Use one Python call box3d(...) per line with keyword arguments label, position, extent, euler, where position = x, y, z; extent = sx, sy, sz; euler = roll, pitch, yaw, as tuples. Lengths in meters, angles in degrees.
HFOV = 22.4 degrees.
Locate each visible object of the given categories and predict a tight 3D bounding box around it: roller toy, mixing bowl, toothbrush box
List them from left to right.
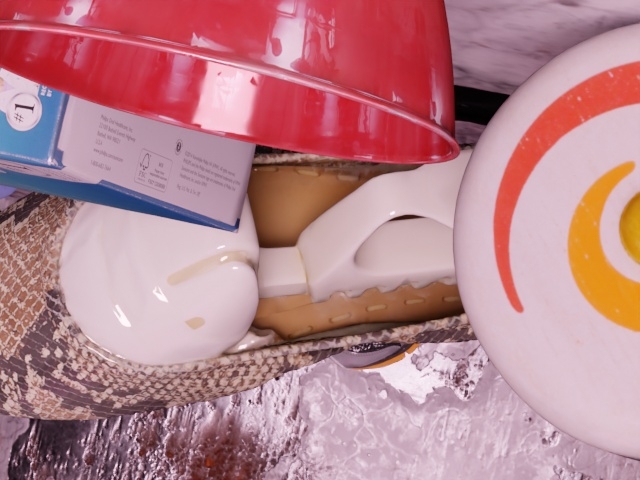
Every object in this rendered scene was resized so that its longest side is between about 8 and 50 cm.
box3d(label="toothbrush box", position=(-0.199, -0.101, 0.824), extent=(0.295, 0.126, 0.216), euler=(10, 176, 21))
box3d(label="mixing bowl", position=(-0.029, -0.096, 0.586), extent=(0.181, 0.098, 0.181), euler=(12, 175, 1))
box3d(label="roller toy", position=(0.161, 0.007, 0.722), extent=(0.191, 0.209, 0.146), euler=(17, 177, 22))

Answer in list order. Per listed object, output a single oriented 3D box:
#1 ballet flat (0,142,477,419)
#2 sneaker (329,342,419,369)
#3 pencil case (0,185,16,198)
box3d(label="ballet flat", position=(0.000, 0.000, 0.975), extent=(0.483, 0.164, 0.182), euler=(-7, 169, -15))
box3d(label="sneaker", position=(0.083, 0.028, 1.433), extent=(0.084, 0.215, 0.083), euler=(45, 177, 25))
box3d(label="pencil case", position=(-0.377, -0.101, 1.544), extent=(0.104, 0.104, 0.236), euler=(10, 176, 28))
